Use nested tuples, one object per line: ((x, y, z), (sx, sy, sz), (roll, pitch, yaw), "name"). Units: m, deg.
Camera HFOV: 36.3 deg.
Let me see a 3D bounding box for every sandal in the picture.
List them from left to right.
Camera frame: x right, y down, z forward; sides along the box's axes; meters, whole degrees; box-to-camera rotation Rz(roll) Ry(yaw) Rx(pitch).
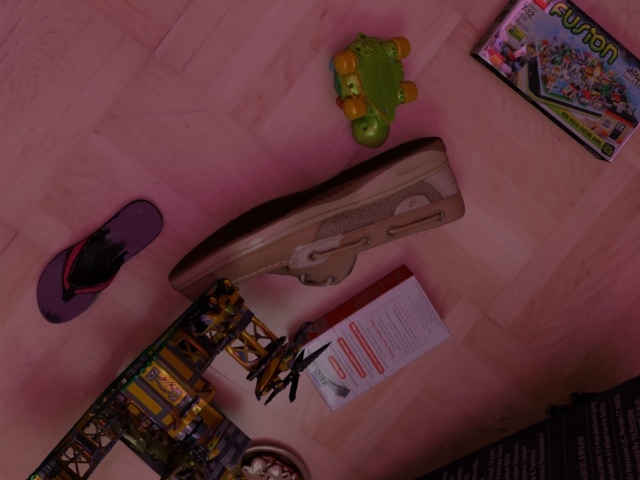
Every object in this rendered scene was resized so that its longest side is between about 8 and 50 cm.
((-0.252, 0.023, 1.096), (0.179, 0.040, 0.067), (-43, 104, 3), "sandal")

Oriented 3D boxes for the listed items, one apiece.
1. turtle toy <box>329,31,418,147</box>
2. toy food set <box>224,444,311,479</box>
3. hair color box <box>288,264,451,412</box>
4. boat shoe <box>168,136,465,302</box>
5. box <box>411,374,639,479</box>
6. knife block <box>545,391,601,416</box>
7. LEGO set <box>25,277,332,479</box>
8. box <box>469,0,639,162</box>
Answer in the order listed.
((0.053, -0.165, 1.080), (0.095, 0.066, 0.130), (-20, 108, -27), "turtle toy")
((-0.072, 0.313, 1.185), (0.192, 0.038, 0.132), (28, 97, -12), "toy food set")
((0.057, 0.115, 1.151), (0.167, 0.053, 0.093), (-33, 106, -1), "hair color box")
((0.000, 0.000, 1.083), (0.341, 0.121, 0.110), (-25, 104, -3), "boat shoe")
((0.303, 0.467, 1.047), (0.471, 0.297, 0.480), (-30, 105, 20), "box")
((0.402, 0.245, 1.136), (0.242, 0.275, 0.088), (-16, 107, -34), "knife block")
((-0.139, 0.211, 1.015), (0.192, 0.255, 0.331), (43, 113, -5), "LEGO set")
((0.286, -0.196, 1.120), (0.207, 0.036, 0.114), (35, 96, -13), "box")
